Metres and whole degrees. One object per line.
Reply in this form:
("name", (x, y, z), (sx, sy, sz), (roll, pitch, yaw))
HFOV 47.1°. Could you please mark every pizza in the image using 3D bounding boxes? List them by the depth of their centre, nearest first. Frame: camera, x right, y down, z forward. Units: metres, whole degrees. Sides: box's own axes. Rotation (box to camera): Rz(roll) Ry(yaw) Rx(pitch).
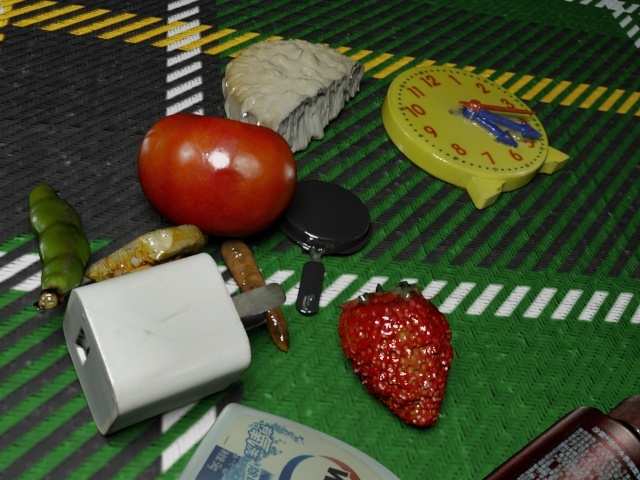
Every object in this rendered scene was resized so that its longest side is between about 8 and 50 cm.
("pizza", (-0.184, 0.026, 0.793), (0.134, 0.175, 0.046), (-25, 88, 4))

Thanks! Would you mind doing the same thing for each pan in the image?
("pan", (0.000, 0.000, 0.940), (0.136, 0.028, 0.235), (15, 44, -5))

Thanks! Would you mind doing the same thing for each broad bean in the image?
("broad bean", (-0.277, 0.003, 0.781), (0.060, 0.043, 0.297), (15, 18, -29))

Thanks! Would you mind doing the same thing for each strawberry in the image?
("strawberry", (0.086, 0.121, 0.807), (0.131, 0.148, 0.131), (-6, 9, 1))

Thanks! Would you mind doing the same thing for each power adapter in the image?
("power adapter", (-0.130, 0.089, 0.722), (0.204, 0.130, 0.125), (-16, 72, -32))

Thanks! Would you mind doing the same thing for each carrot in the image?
("carrot", (-0.075, 0.060, 0.853), (0.035, 0.036, 0.165), (-12, 55, -29))

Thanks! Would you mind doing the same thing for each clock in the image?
("clock", (0.242, -0.193, 1.185), (0.293, 0.071, 0.277), (41, 48, 21))

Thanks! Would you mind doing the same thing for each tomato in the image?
("tomato", (-0.123, -0.078, 0.877), (0.195, 0.136, 0.195), (11, 7, -1))

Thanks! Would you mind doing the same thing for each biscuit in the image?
("biscuit", (-0.055, -0.233, 1.108), (0.179, 0.084, 0.281), (28, 45, 8))

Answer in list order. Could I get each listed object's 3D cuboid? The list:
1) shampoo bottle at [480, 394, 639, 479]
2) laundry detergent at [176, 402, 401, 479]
("shampoo bottle", (0.252, 0.256, 0.745), (0.323, 0.084, 0.129), (-23, 60, -37))
("laundry detergent", (0.000, 0.278, 0.618), (0.280, 0.105, 0.215), (28, 44, 5))
